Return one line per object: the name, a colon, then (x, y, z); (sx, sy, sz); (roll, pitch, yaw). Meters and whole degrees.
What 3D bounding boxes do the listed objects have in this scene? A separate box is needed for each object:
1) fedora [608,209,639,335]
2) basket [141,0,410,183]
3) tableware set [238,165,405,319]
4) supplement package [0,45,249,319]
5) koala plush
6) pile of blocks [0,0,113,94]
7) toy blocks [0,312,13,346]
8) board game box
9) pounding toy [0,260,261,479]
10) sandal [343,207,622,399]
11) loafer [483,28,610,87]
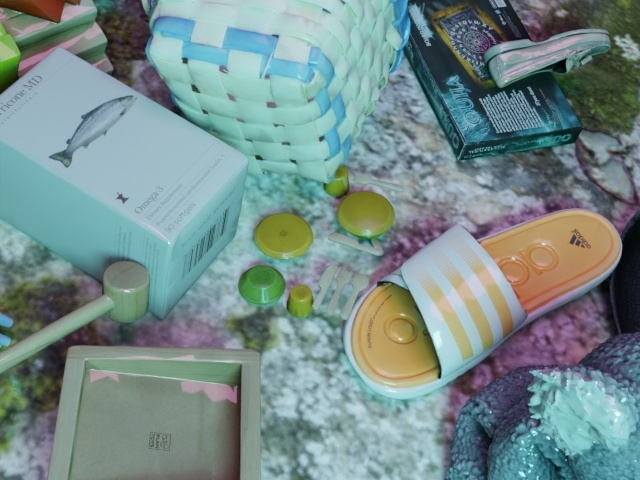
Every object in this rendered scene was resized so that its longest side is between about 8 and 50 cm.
fedora: (0.399, 0.054, 0.837); (0.334, 0.152, 0.334); (6, 54, -8)
basket: (-0.026, -0.215, 0.860); (0.201, 0.254, 0.289); (15, 69, 14)
tableware set: (0.000, 0.000, 0.869); (0.104, 0.024, 0.154); (17, 54, 10)
supplement package: (-0.160, -0.045, 0.812); (0.179, 0.105, 0.105); (30, 55, 10)
koala plush: (0.189, 0.134, 0.689); (0.196, 0.221, 0.203); (-6, 56, -16)
pile of blocks: (-0.340, -0.170, 0.828); (0.362, 0.112, 0.148); (-2, 75, -19)
toy blocks: (-0.291, 0.021, 0.759); (0.148, 0.054, 0.123); (27, 24, -29)
board game box: (0.154, -0.162, 1.017); (0.126, 0.026, 0.186); (-10, 58, -19)
pounding toy: (-0.133, 0.118, 0.716); (0.181, 0.094, 0.206); (2, 45, -5)
sandal: (0.132, 0.024, 0.835); (0.265, 0.076, 0.102); (-28, 62, -21)
loafer: (0.215, -0.168, 0.996); (0.125, 0.045, 0.039); (-10, 75, -12)
